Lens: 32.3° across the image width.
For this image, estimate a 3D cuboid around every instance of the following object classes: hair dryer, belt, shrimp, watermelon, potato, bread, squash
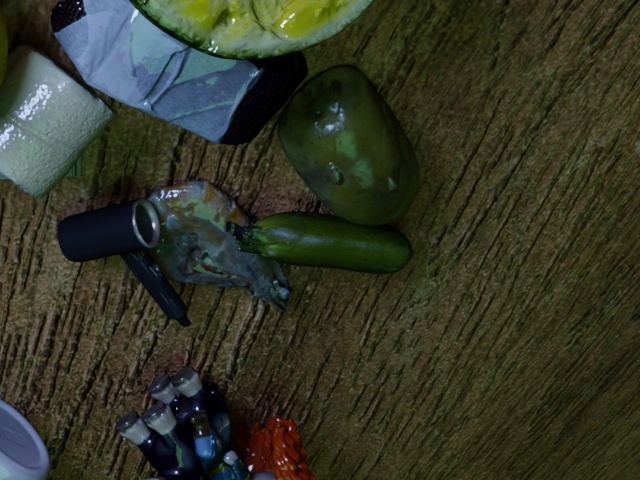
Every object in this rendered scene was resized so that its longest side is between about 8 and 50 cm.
[{"bbox_3d":[-0.259,0.049,1.559,0.128,0.070,0.255,-10,134,18],"label":"hair dryer"},{"bbox_3d":[-0.169,-0.220,1.288,0.289,0.184,0.164,23,126,-29],"label":"belt"},{"bbox_3d":[-0.153,0.029,1.620,0.164,0.062,0.317,-27,133,17],"label":"shrimp"},{"bbox_3d":[-0.099,-0.347,1.163,0.331,0.189,0.330,-2,96,-17],"label":"watermelon"},{"bbox_3d":[0.052,-0.102,1.532,0.160,0.111,0.271,-30,136,6],"label":"potato"},{"bbox_3d":[-0.336,-0.145,1.292,0.141,0.148,0.134,-50,135,-2],"label":"bread"},{"bbox_3d":[0.000,0.001,1.612,0.331,0.087,0.087,5,131,-37],"label":"squash"}]

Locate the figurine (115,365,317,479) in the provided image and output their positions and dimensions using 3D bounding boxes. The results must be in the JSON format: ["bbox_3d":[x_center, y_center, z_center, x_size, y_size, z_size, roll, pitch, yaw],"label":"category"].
[{"bbox_3d":[-0.159,0.393,1.792,0.241,0.306,0.412,-30,134,23],"label":"figurine"}]

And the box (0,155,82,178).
[{"bbox_3d":[-0.402,-0.126,1.398,0.198,0.029,0.109,-3,133,-16],"label":"box"}]

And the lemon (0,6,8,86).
[{"bbox_3d":[-0.456,-0.225,1.131,0.245,0.245,0.320,-18,141,-3],"label":"lemon"}]

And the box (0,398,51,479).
[{"bbox_3d":[-0.527,0.376,1.673,0.206,0.291,0.262,-44,175,6],"label":"box"}]
